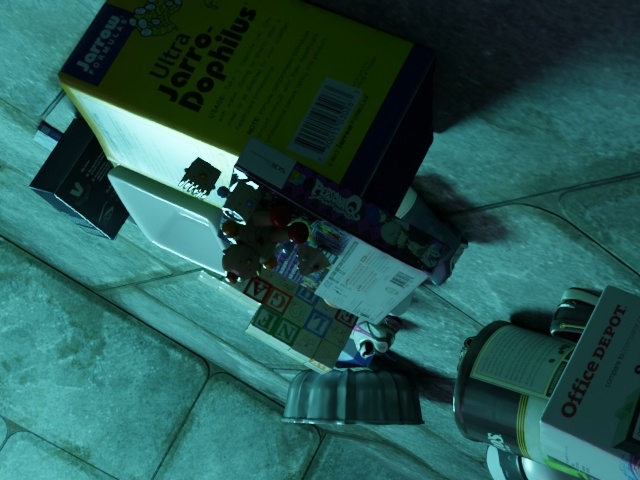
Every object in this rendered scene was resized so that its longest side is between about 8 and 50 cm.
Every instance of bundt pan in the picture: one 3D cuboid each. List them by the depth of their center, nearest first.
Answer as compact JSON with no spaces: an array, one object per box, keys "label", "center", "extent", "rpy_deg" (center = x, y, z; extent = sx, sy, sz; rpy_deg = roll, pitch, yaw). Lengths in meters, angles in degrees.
[{"label":"bundt pan","center":[0.073,0.357,2.343],"extent":[0.330,0.124,0.331],"rpy_deg":[0,171,0]}]

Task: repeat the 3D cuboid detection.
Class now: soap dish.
[{"label":"soap dish","center":[-0.213,-0.060,1.725],"extent":[0.228,0.118,0.291],"rpy_deg":[23,160,17]}]

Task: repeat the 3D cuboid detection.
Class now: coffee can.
[{"label":"coffee can","center":[0.374,0.252,1.580],"extent":[0.275,0.202,0.201],"rpy_deg":[14,158,39]}]

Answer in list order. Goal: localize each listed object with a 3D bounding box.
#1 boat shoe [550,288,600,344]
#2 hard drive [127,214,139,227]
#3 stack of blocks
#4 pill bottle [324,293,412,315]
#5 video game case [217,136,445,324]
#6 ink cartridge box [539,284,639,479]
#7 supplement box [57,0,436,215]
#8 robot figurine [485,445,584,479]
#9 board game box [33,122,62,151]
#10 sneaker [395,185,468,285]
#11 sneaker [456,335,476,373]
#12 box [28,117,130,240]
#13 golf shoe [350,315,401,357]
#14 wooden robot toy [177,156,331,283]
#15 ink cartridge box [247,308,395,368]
[{"label":"boat shoe","center":[0.429,0.142,1.400],"extent":[0.227,0.069,0.081],"rpy_deg":[22,162,20]},{"label":"hard drive","center":[-0.304,-0.051,2.017],"extent":[0.172,0.054,0.254],"rpy_deg":[39,159,-32]},{"label":"stack of blocks","center":[-0.076,0.101,1.900],"extent":[0.297,0.171,0.087],"rpy_deg":[30,163,-4]},{"label":"pill bottle","center":[0.080,0.085,1.755],"extent":[0.152,0.086,0.086],"rpy_deg":[9,155,45]},{"label":"video game case","center":[0.000,0.000,1.045],"extent":[0.210,0.042,0.232],"rpy_deg":[28,161,0]},{"label":"ink cartridge box","center":[0.422,0.203,1.198],"extent":[0.278,0.201,0.117],"rpy_deg":[23,159,25]},{"label":"supplement box","center":[-0.071,-0.147,1.140],"extent":[0.356,0.195,0.194],"rpy_deg":[24,162,13]},{"label":"robot figurine","center":[0.442,0.427,2.038],"extent":[0.209,0.174,0.278],"rpy_deg":[8,168,-16]},{"label":"board game box","center":[-0.516,-0.190,2.006],"extent":[0.090,0.020,0.090],"rpy_deg":[33,162,-16]},{"label":"sneaker","center":[0.109,0.000,1.465],"extent":[0.163,0.086,0.226],"rpy_deg":[38,160,-20]},{"label":"sneaker","center":[0.283,0.201,1.841],"extent":[0.071,0.066,0.188],"rpy_deg":[46,157,-1]},{"label":"box","center":[-0.405,-0.110,1.832],"extent":[0.093,0.156,0.158],"rpy_deg":[13,157,43]},{"label":"golf shoe","center":[0.088,0.191,2.048],"extent":[0.067,0.086,0.186],"rpy_deg":[32,164,-17]},{"label":"wooden robot toy","center":[-0.067,0.002,0.959],"extent":[0.173,0.079,0.076],"rpy_deg":[41,159,-28]},{"label":"ink cartridge box","center":[0.000,0.211,2.292],"extent":[0.311,0.065,0.186],"rpy_deg":[31,163,-14]}]
